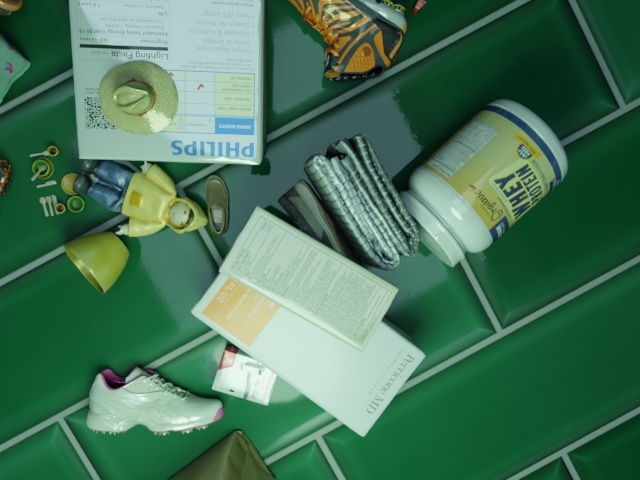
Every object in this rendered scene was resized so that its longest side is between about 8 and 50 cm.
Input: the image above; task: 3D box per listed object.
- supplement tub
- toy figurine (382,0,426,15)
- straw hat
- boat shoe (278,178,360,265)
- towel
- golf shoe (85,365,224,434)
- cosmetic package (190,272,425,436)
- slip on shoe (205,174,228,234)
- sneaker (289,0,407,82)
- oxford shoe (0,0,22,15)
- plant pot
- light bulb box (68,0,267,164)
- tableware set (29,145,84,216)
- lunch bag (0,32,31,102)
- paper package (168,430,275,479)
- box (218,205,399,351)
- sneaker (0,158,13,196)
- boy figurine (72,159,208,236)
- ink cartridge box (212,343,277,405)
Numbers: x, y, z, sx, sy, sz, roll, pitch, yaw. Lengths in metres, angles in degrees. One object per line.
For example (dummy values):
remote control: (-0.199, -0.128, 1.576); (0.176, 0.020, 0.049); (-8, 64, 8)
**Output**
supplement tub: (0.332, -0.117, 1.190); (0.316, 0.228, 0.228); (-42, 95, 1)
toy figurine: (0.098, -0.637, 1.149); (0.362, 0.217, 0.191); (31, 92, -5)
straw hat: (-0.334, -0.255, 0.998); (0.144, 0.061, 0.144); (0, 101, -1)
boat shoe: (0.000, 0.000, 1.227); (0.092, 0.103, 0.285); (-33, 75, 11)
towel: (0.087, -0.080, 1.180); (0.121, 0.235, 0.283); (-32, 96, -3)
golf shoe: (-0.370, 0.355, 1.251); (0.306, 0.115, 0.140); (1, 91, -4)
cosmetic package: (-0.026, 0.188, 1.228); (0.453, 0.161, 0.230); (36, 91, -5)
slip on shoe: (-0.234, -0.079, 1.259); (0.051, 0.041, 0.135); (-1, 94, -3)
sneaker: (0.017, -0.455, 1.204); (0.321, 0.124, 0.180); (24, 92, -4)
oxford shoe: (-0.812, -0.564, 1.179); (0.364, 0.130, 0.132); (30, 121, -8)
plant pot: (-0.478, 0.035, 1.224); (0.095, 0.134, 0.134); (-41, 95, -26)
light bulb box: (-0.285, -0.345, 1.126); (0.358, 0.225, 0.361); (2, 103, -3)
tableware set: (-0.588, -0.133, 1.248); (0.104, 0.024, 0.154); (-12, 94, -2)
lunch bag: (-0.769, -0.418, 1.120); (0.262, 0.223, 0.160); (36, 85, -4)
paper package: (-0.270, 0.608, 1.172); (0.325, 0.309, 0.168); (-36, 95, 1)
box: (-0.024, 0.070, 1.080); (0.311, 0.121, 0.148); (32, 89, -5)
sneaker: (-0.758, -0.085, 1.225); (0.087, 0.083, 0.221); (24, 87, 9)
boy figurine: (-0.390, -0.083, 1.229); (0.285, 0.092, 0.177); (26, 90, -1)
ink cartridge box: (-0.168, 0.307, 1.282); (0.135, 0.056, 0.099); (17, 92, -3)
